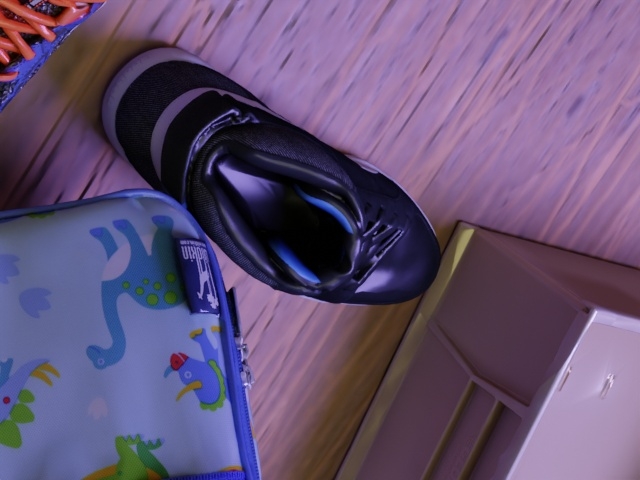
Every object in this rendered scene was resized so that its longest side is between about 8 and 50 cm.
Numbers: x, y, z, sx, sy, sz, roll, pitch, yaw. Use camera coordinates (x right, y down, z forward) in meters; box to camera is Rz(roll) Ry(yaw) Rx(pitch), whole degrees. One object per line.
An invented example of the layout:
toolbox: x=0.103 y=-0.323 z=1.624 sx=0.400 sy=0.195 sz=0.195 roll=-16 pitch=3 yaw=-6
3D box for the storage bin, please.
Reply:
storage bin: x=0.155 y=0.145 z=0.871 sx=0.262 sy=0.123 sz=0.260 roll=13 pitch=109 yaw=-37

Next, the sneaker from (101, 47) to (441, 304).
sneaker: x=0.000 y=0.000 z=0.691 sx=0.217 sy=0.121 sz=0.079 roll=31 pitch=99 yaw=-40

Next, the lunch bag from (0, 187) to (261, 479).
lunch bag: x=-0.135 y=0.079 z=0.595 sx=0.219 sy=0.176 sz=0.090 roll=-6 pitch=160 yaw=-11

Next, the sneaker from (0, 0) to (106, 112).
sneaker: x=-0.109 y=-0.118 z=0.579 sx=0.083 sy=0.087 sz=0.221 roll=32 pitch=97 yaw=-39
